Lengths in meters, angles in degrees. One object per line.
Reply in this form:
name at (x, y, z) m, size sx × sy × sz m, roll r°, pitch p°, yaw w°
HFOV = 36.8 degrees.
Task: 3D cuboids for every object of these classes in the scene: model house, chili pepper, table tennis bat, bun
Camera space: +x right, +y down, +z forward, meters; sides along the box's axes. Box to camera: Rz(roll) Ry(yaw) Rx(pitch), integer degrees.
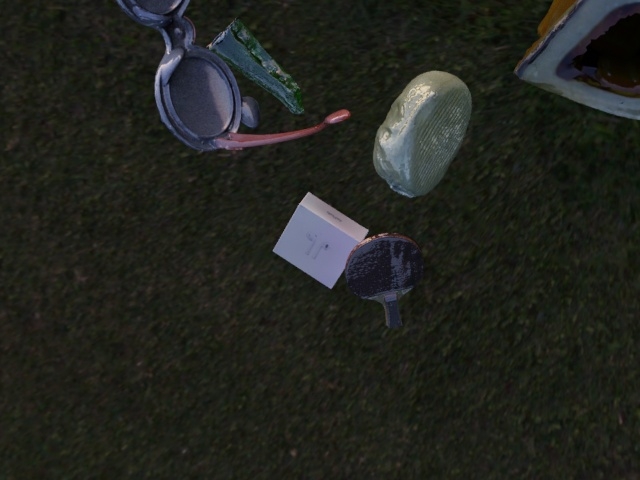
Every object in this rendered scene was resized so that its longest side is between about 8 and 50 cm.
model house at (0.393, -0.262, 1.139) m, size 0.268 × 0.239 × 0.173 m, roll 21°, pitch 126°, yaw 3°
chili pepper at (-0.115, -0.328, 1.886) m, size 0.088 × 0.059 × 0.227 m, roll -43°, pitch 102°, yaw 13°
table tennis bat at (0.109, 0.069, 1.572) m, size 0.130 × 0.019 × 0.220 m, roll -13°, pitch 135°, yaw 0°
bun at (0.169, -0.188, 1.644) m, size 0.108 × 0.221 × 0.221 m, roll 28°, pitch 110°, yaw 28°

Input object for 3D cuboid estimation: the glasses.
glasses at (-0.060, -0.190, 0.834) m, size 0.268 × 0.118 × 0.234 m, roll 7°, pitch 120°, yaw 49°

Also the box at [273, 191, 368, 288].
box at (0.000, 0.000, 1.749) m, size 0.130 × 0.051 × 0.129 m, roll 32°, pitch 130°, yaw 1°
